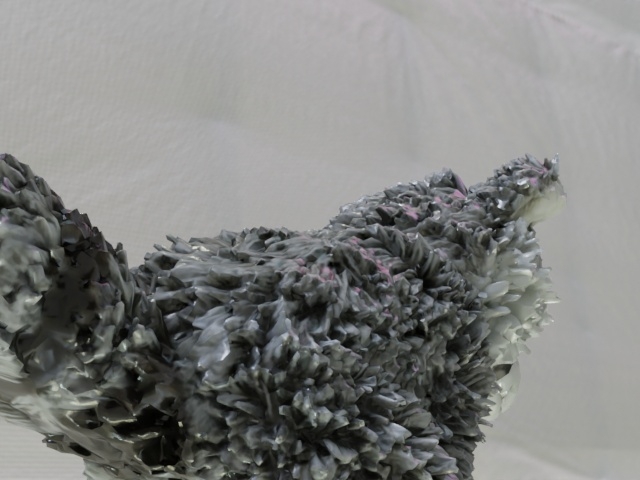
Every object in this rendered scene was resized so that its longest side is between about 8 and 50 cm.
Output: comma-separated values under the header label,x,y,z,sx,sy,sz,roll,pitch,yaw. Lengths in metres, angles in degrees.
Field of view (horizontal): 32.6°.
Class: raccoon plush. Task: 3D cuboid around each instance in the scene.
label,x,y,z,sx,sy,sz,roll,pitch,yaw
raccoon plush,0.000,0.000,0.561,0.446,0.216,0.299,60,-137,-49
